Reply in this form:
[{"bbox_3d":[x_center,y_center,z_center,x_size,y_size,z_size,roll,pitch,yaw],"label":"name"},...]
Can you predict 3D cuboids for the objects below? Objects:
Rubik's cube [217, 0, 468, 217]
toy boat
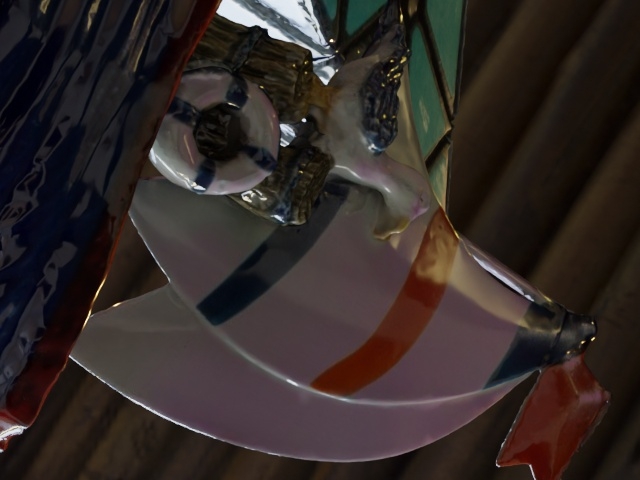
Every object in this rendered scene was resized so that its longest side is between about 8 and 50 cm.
[{"bbox_3d":[-0.015,-0.127,0.658,0.233,0.229,0.228,-57,-140,34],"label":"Rubik's cube"},{"bbox_3d":[-0.024,0.011,0.471,0.219,0.318,0.072,-43,-151,-21],"label":"toy boat"}]
